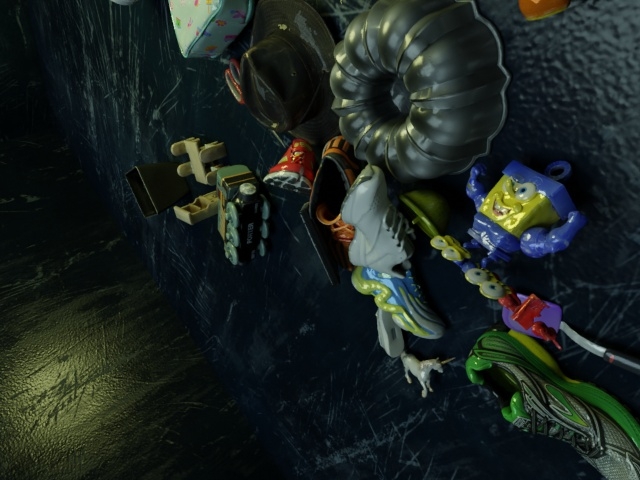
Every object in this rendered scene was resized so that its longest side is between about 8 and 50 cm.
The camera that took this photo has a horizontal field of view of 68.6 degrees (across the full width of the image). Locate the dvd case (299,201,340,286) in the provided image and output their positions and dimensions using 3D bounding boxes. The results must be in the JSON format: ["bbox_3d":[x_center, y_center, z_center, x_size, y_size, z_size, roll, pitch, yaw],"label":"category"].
[{"bbox_3d":[0.000,0.000,1.119,0.253,0.022,0.181,-89,-25,-82],"label":"dvd case"}]

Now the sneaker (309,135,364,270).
[{"bbox_3d":[0.036,-0.046,0.998,0.124,0.180,0.322,-2,118,17],"label":"sneaker"}]

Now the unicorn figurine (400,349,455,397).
[{"bbox_3d":[0.242,0.310,1.117,0.161,0.060,0.111,14,126,48],"label":"unicorn figurine"}]

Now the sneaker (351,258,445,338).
[{"bbox_3d":[0.185,0.108,1.017,0.240,0.091,0.126,33,120,9],"label":"sneaker"}]

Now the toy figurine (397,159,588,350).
[{"bbox_3d":[0.298,-0.035,0.738,0.191,0.217,0.363,32,-166,-30],"label":"toy figurine"}]

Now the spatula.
[{"bbox_3d":[0.441,0.169,0.764,0.296,0.030,0.084,27,131,41],"label":"spatula"}]

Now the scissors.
[{"bbox_3d":[-0.169,-0.337,1.209,0.297,0.021,0.109,59,153,9],"label":"scissors"}]

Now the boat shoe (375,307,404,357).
[{"bbox_3d":[0.164,0.195,1.143,0.063,0.066,0.184,27,138,55],"label":"boat shoe"}]

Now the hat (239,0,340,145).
[{"bbox_3d":[-0.096,-0.337,1.008,0.331,0.133,0.332,37,146,30],"label":"hat"}]

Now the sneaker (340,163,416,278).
[{"bbox_3d":[0.119,-0.030,0.876,0.129,0.111,0.297,25,158,25],"label":"sneaker"}]

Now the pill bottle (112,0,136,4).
[{"bbox_3d":[-0.496,-0.747,1.243,0.283,0.161,0.162,4,117,53],"label":"pill bottle"}]

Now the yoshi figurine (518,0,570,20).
[{"bbox_3d":[0.257,-0.444,0.477,0.203,0.203,0.362,-95,-20,-61],"label":"yoshi figurine"}]

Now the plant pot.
[{"bbox_3d":[-0.618,-0.208,1.811,0.188,0.166,0.188,-5,109,54],"label":"plant pot"}]

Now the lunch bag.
[{"bbox_3d":[-0.258,-0.573,1.083,0.279,0.107,0.224,-15,87,55],"label":"lunch bag"}]

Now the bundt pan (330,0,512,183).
[{"bbox_3d":[0.136,-0.244,0.790,0.330,0.124,0.331,35,139,36],"label":"bundt pan"}]

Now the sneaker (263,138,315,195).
[{"bbox_3d":[-0.058,-0.168,1.035,0.279,0.107,0.119,-112,38,-80],"label":"sneaker"}]

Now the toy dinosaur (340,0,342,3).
[{"bbox_3d":[-0.015,-0.516,0.865,0.211,0.064,0.112,40,161,45],"label":"toy dinosaur"}]

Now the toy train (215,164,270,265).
[{"bbox_3d":[-0.247,-0.071,1.447,0.190,0.142,0.334,56,151,31],"label":"toy train"}]

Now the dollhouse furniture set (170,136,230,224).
[{"bbox_3d":[-0.408,-0.199,1.533,0.212,0.160,0.242,21,130,46],"label":"dollhouse furniture set"}]

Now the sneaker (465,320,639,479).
[{"bbox_3d":[0.401,0.305,0.817,0.343,0.146,0.134,39,141,29],"label":"sneaker"}]
